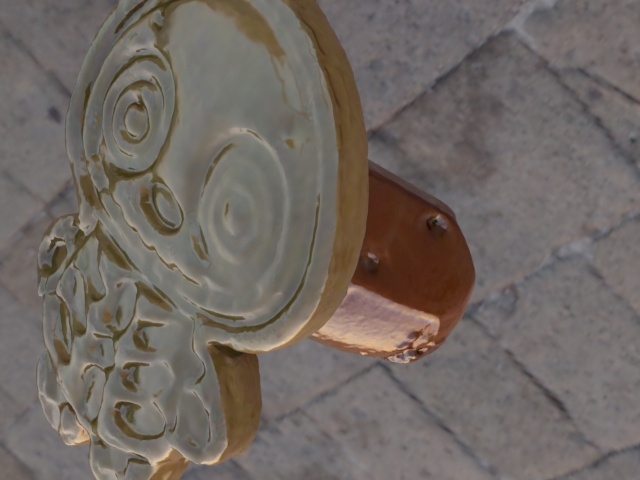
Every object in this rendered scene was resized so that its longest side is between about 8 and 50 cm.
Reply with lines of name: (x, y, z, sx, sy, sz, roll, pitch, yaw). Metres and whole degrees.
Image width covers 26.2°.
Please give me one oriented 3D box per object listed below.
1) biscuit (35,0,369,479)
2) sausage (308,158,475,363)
biscuit: (-0.075, 0.000, 0.678, 0.202, 0.044, 0.288, 46, 120, 31)
sausage: (0.001, 0.000, 1.114, 0.268, 0.153, 0.141, 28, 162, -25)
